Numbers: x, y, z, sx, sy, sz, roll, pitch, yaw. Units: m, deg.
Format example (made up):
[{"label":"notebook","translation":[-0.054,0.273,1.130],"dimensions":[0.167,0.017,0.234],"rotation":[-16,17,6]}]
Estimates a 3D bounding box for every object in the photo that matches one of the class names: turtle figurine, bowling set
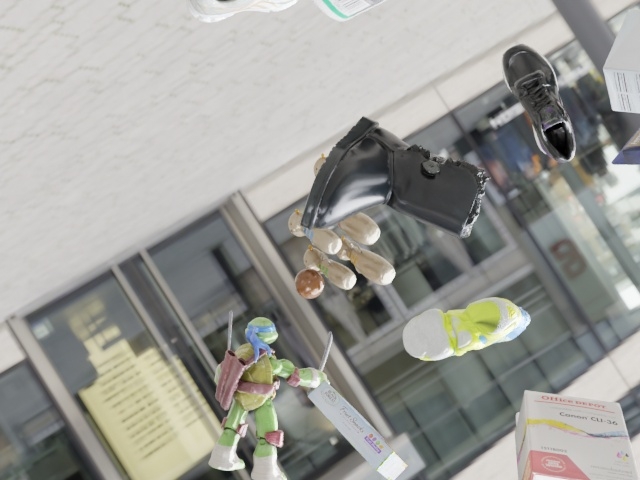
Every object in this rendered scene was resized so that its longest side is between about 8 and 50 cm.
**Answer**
[{"label":"turtle figurine","translation":[-0.089,0.268,1.619],"dimensions":[0.197,0.266,0.274],"rotation":[10,178,-5]},{"label":"bowling set","translation":[0.000,0.000,1.695],"dimensions":[0.199,0.287,0.154],"rotation":[-35,-139,-22]}]

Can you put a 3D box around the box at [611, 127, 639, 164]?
[{"label":"box","translation":[0.599,-0.178,1.537],"dimensions":[0.136,0.036,0.225],"rotation":[-46,-154,-25]}]

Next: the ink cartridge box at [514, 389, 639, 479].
[{"label":"ink cartridge box","translation":[0.283,0.234,1.050],"dimensions":[0.115,0.067,0.198],"rotation":[8,-156,5]}]

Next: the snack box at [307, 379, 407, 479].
[{"label":"snack box","translation":[0.052,0.261,1.272],"dimensions":[0.037,0.141,0.100],"rotation":[-44,152,-6]}]

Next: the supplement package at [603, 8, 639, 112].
[{"label":"supplement package","translation":[0.784,-0.404,2.122],"dimensions":[0.203,0.149,0.194],"rotation":[13,-118,34]}]

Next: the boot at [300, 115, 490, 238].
[{"label":"boot","translation":[0.107,-0.061,1.231],"dimensions":[0.246,0.207,0.094],"rotation":[-54,166,-51]}]

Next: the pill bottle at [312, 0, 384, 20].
[{"label":"pill bottle","translation":[0.141,-0.540,1.592],"dimensions":[0.361,0.204,0.204],"rotation":[-21,-177,28]}]

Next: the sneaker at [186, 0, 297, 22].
[{"label":"sneaker","translation":[-0.130,-0.494,1.807],"dimensions":[0.262,0.099,0.121],"rotation":[-20,-178,-9]}]

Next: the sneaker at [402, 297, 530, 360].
[{"label":"sneaker","translation":[0.263,0.162,1.635],"dimensions":[0.126,0.091,0.240],"rotation":[10,160,-42]}]

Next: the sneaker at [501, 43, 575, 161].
[{"label":"sneaker","translation":[0.499,-0.305,2.063],"dimensions":[0.107,0.283,0.124],"rotation":[-28,-163,11]}]
